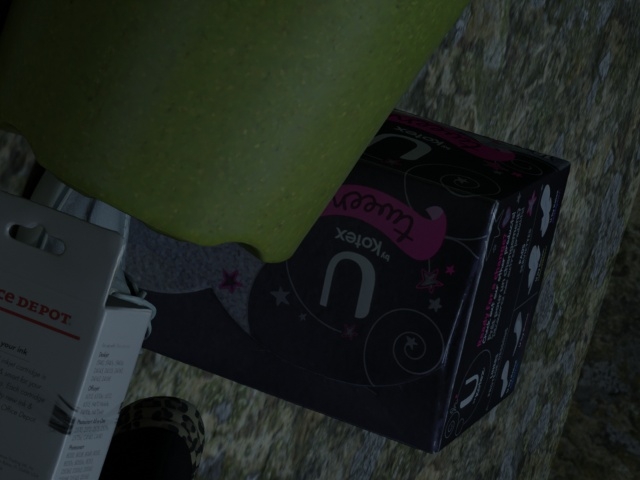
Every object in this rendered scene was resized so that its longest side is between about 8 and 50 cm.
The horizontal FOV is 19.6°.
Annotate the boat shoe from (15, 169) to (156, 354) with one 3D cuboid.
[{"bbox_3d":[-0.134,0.050,1.055,0.079,0.081,0.228,-2,110,-68],"label":"boat shoe"}]

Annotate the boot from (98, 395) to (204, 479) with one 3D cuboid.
[{"bbox_3d":[-0.150,0.216,1.140,0.236,0.085,0.178,-52,-169,24],"label":"boot"}]

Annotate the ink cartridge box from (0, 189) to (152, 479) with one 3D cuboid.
[{"bbox_3d":[-0.158,0.070,0.978,0.060,0.104,0.180,12,97,-69],"label":"ink cartridge box"}]

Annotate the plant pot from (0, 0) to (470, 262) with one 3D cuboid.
[{"bbox_3d":[-0.037,-0.138,0.930,0.254,0.276,0.276,-63,161,10],"label":"plant pot"}]

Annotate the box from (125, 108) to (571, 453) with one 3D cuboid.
[{"bbox_3d":[0.000,0.000,1.113,0.142,0.247,0.163,-28,133,-63],"label":"box"}]
